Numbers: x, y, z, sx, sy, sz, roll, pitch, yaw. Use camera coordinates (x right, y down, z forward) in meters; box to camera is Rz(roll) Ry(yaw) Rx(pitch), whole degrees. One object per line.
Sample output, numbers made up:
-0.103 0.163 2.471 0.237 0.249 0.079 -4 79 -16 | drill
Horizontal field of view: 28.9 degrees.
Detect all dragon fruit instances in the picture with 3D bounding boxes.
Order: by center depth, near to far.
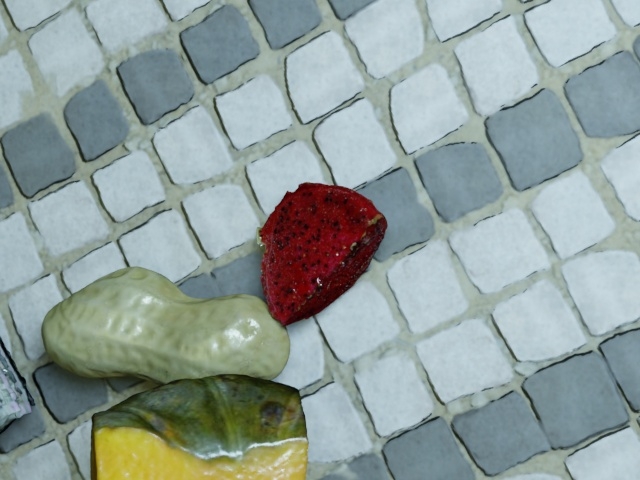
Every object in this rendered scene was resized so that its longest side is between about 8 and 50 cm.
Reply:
0.000 0.000 1.276 0.106 0.083 0.162 48 113 23 | dragon fruit

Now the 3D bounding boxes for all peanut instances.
-0.162 0.094 1.310 0.274 0.111 0.125 6 83 13 | peanut

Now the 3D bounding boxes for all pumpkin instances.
-0.111 0.280 1.203 0.225 0.256 0.303 1 91 -10 | pumpkin

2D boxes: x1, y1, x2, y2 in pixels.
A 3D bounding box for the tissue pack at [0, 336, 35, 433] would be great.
-0.499 0.121 1.406 0.245 0.123 0.332 -35 79 18 | tissue pack
